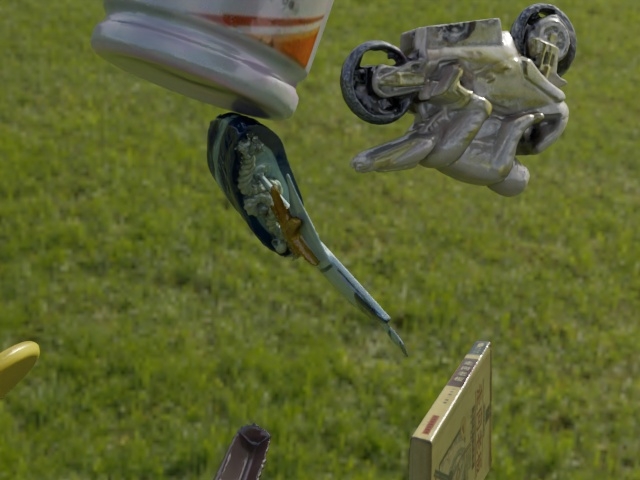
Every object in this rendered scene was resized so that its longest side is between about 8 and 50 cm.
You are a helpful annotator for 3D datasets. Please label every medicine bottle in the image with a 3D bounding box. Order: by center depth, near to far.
[{"bbox_3d":[-0.069,-0.289,1.201,0.202,0.316,0.202,18,-3,1],"label":"medicine bottle"}]

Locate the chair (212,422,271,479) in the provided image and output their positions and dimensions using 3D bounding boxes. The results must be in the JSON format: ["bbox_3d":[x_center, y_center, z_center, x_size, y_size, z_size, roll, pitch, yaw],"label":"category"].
[{"bbox_3d":[-0.057,0.280,0.706,0.183,0.175,0.326,42,19,-6],"label":"chair"}]

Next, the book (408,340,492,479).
[{"bbox_3d":[0.140,0.224,1.365,0.026,0.161,0.231,7,23,21],"label":"book"}]

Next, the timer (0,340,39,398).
[{"bbox_3d":[-0.467,0.251,1.262,0.376,0.376,0.387,12,21,19],"label":"timer"}]

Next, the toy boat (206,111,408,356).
[{"bbox_3d":[0.000,0.000,1.239,0.067,0.220,0.291,-39,59,-12],"label":"toy boat"}]

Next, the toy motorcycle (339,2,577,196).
[{"bbox_3d":[0.177,-0.153,1.531,0.340,0.223,0.108,-14,7,-28],"label":"toy motorcycle"}]
